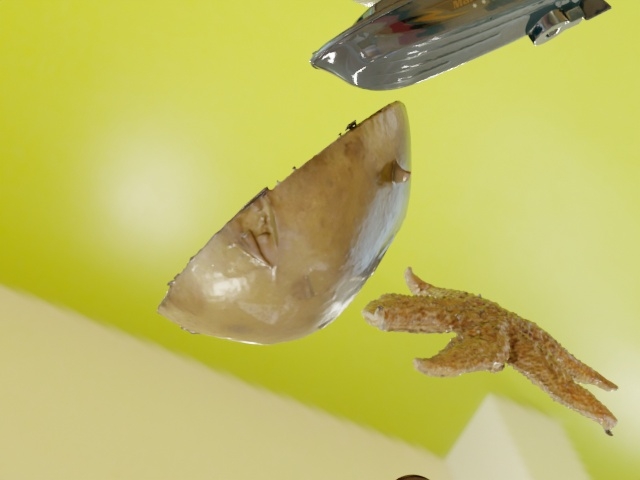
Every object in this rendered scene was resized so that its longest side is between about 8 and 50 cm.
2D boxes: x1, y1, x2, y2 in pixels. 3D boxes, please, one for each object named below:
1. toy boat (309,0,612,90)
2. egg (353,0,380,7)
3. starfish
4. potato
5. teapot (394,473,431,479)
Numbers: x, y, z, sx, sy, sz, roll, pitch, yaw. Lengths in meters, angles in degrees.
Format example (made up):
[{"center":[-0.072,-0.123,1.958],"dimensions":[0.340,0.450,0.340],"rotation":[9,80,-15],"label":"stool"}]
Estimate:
[{"center":[0.096,-0.175,1.429],"dimensions":[0.246,0.093,0.103],"rotation":[-24,-104,-23],"label":"toy boat"},{"center":[0.086,-0.313,1.700],"dimensions":[0.203,0.203,0.282],"rotation":[24,158,-20],"label":"egg"},{"center":[0.182,0.105,1.952],"dimensions":[0.302,0.060,0.299],"rotation":[23,-167,-7],"label":"starfish"},{"center":[0.000,0.000,1.684],"dimensions":[0.116,0.239,0.299],"rotation":[44,-126,10],"label":"potato"},{"center":[0.082,0.261,1.821],"dimensions":[0.100,0.045,0.068],"rotation":[24,-122,-7],"label":"teapot"}]
